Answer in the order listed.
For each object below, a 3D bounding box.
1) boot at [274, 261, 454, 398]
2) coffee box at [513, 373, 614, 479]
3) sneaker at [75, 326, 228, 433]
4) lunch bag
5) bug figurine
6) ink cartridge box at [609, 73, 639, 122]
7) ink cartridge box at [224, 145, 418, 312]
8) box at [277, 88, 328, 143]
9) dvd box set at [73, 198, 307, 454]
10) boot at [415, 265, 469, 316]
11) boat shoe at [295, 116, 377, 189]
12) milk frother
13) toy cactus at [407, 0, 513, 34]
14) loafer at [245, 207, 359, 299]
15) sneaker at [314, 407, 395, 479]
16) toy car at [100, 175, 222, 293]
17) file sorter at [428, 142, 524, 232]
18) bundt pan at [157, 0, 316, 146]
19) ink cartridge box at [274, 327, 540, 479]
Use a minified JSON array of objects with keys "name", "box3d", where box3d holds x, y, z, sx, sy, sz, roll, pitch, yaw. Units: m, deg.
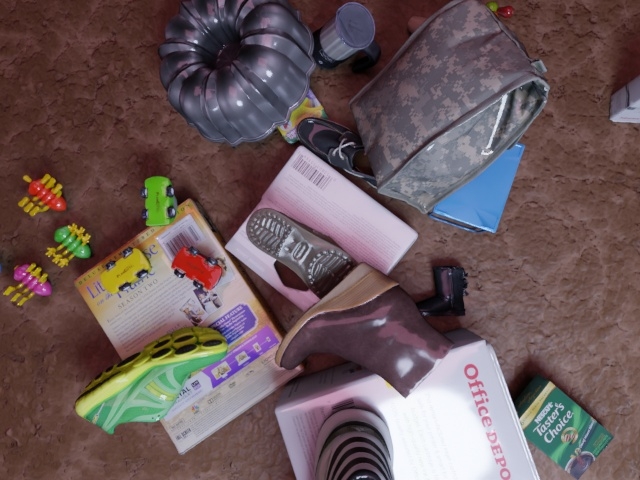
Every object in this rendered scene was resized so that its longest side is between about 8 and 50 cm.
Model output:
[{"name":"boot","box3d":[0.064,0.181,0.683,0.248,0.090,0.207,-45,72,4]},{"name":"coffee box","box3d":[0.445,0.350,0.778,0.184,0.040,0.113,41,89,-9]},{"name":"sneaker","box3d":[-0.302,0.262,0.787,0.295,0.109,0.124,-27,111,0]},{"name":"lunch bag","box3d":[0.212,-0.230,0.702,0.287,0.168,0.235,-41,48,35]},{"name":"bug figurine","box3d":[-0.622,0.004,0.891,0.216,0.072,0.279,45,86,0]},{"name":"ink cartridge box","box3d":[0.633,-0.275,0.778,0.099,0.135,0.056,4,84,4]},{"name":"ink cartridge box","box3d":[0.000,0.000,0.845,0.296,0.066,0.261,38,93,6]},{"name":"box","box3d":[-0.069,-0.298,0.882,0.105,0.043,0.179,-33,82,2]},{"name":"dvd box set","box3d":[-0.270,0.170,0.858,0.307,0.062,0.421,-36,85,2]},{"name":"boot","box3d":[0.237,0.101,0.830,0.121,0.045,0.099,-1,89,-3]},{"name":"boat shoe","box3d":[0.057,-0.183,0.834,0.233,0.079,0.084,30,94,-1]},{"name":"milk frother","box3d":[0.063,-0.426,0.832,0.129,0.134,0.143,12,90,-26]},{"name":"toy cactus","box3d":[0.257,-0.403,0.842,0.180,0.112,0.219,45,106,27]},{"name":"loafer","box3d":[-0.013,0.026,0.770,0.268,0.092,0.102,40,102,-10]},{"name":"sneaker","box3d":[0.033,0.493,0.558,0.169,0.257,0.448,1,90,4]},{"name":"toy car","box3d":[-0.307,-0.011,0.813,0.238,0.053,0.225,-3,86,3]},{"name":"file sorter","box3d":[0.294,-0.110,0.809,0.118,0.104,0.171,19,88,6]},{"name":"bundt pan","box3d":[-0.183,-0.364,0.818,0.330,0.124,0.331,-2,83,19]},{"name":"ink cartridge box","box3d":[0.148,0.356,0.762,0.384,0.160,0.280,-18,86,4]}]
